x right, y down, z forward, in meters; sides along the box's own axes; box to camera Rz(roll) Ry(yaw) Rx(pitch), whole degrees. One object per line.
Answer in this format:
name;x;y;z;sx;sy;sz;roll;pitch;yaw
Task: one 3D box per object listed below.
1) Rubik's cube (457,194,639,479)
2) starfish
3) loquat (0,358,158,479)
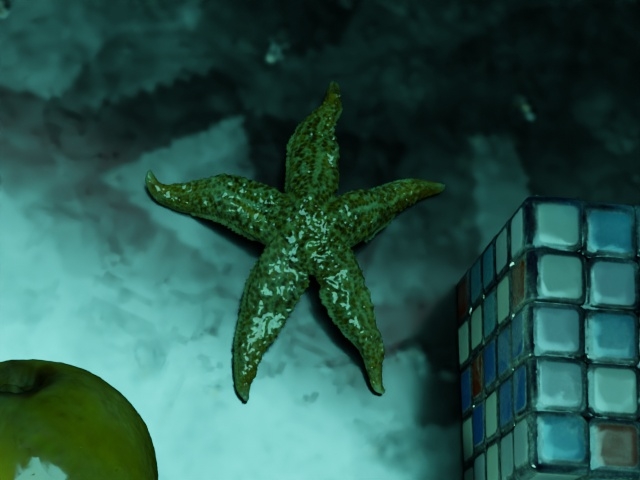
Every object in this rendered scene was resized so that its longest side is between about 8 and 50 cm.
Rubik's cube;0.316;0.139;1.624;0.292;0.287;0.293;2;71;-8
starfish;0.002;0.001;1.735;0.347;0.078;0.358;-33;80;-21
loquat;-0.283;0.252;1.509;0.275;0.275;0.275;3;71;-9
